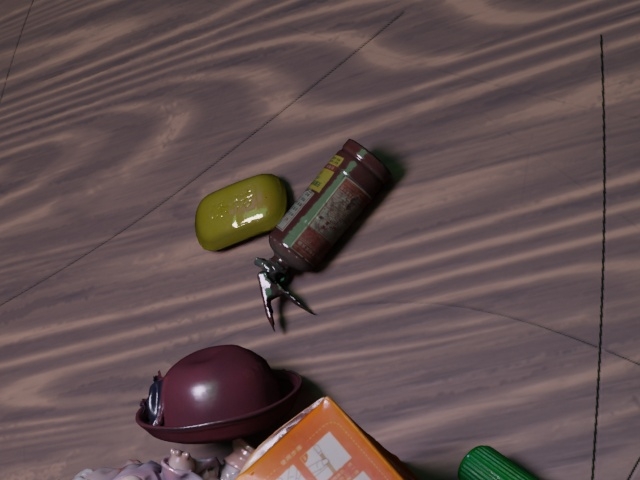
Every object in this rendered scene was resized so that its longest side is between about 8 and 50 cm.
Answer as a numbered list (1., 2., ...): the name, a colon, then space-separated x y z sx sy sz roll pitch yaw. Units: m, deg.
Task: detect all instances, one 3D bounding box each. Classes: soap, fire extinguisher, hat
1. soap: -0.109 -0.039 1.787 0.140 0.045 0.089 -21 60 19
2. fire extinguisher: -0.005 -0.005 1.691 0.252 0.075 0.106 -50 53 -4
3. hat: -0.123 0.175 1.595 0.205 0.205 0.089 -3 104 28

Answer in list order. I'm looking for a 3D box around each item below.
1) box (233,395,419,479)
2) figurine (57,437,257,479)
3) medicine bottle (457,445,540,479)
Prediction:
1. box: 0.089 0.341 1.360 0.143 0.225 0.341 -45 53 -2
2. figurine: -0.189 0.316 1.573 0.276 0.200 0.133 -14 79 0
3. medicine bottle: 0.265 0.309 1.370 0.309 0.076 0.111 34 82 37
